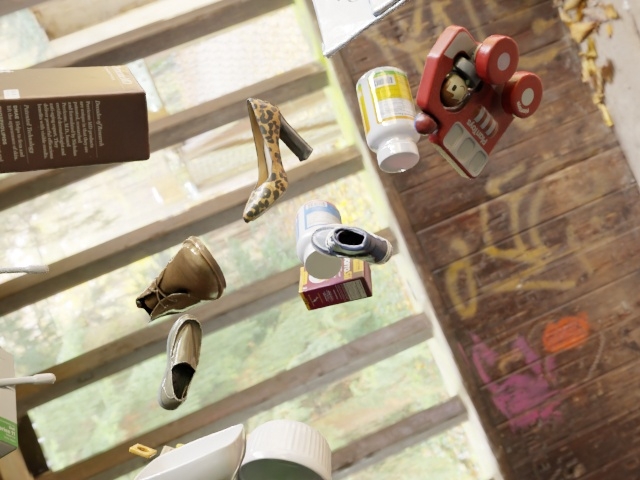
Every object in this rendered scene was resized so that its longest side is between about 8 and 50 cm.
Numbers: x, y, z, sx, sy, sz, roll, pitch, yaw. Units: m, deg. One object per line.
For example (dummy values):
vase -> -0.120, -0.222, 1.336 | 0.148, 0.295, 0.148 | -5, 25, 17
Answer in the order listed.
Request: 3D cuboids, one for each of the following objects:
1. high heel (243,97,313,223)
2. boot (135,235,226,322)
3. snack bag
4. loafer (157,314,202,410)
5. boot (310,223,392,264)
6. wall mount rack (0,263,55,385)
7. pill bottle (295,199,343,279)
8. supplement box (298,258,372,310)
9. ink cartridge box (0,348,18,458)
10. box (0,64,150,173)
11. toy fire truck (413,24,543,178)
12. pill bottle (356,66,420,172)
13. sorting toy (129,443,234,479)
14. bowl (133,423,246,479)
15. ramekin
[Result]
high heel -> -0.143, -0.176, 1.531 | 0.186, 0.261, 0.093 | 44, 147, -19
boot -> -0.251, 0.085, 1.251 | 0.112, 0.115, 0.305 | 56, 152, 4
snack bag -> 0.116, -0.660, 1.821 | 0.037, 0.342, 0.323 | 36, -147, -42
loafer -> -0.349, 0.313, 1.834 | 0.087, 0.094, 0.251 | -20, 57, 51
boot -> 0.038, -0.005, 1.303 | 0.190, 0.069, 0.086 | 9, 166, 41
wall mount rack -> -0.601, 0.140, 1.173 | 0.304, 0.130, 0.350 | 20, -120, -65
pill bottle -> 0.000, 0.000, 1.778 | 0.222, 0.124, 0.124 | -95, -11, -58
supplement box -> 0.043, 0.113, 1.946 | 0.104, 0.188, 0.081 | -88, -22, -50
ink cartridge box -> -0.636, 0.306, 1.278 | 0.087, 0.153, 0.208 | 49, -167, -49
box -> -0.510, -0.216, 1.250 | 0.191, 0.381, 0.143 | -133, 42, -52
toy fire truck -> 0.322, -0.304, 1.549 | 0.302, 0.254, 0.169 | 36, 176, -41
pill bottle -> 0.176, -0.302, 1.795 | 0.136, 0.136, 0.246 | 87, 174, -67
sorting toy -> -0.360, 0.616, 1.981 | 0.196, 0.347, 0.047 | 163, 124, -85
bowl -> -0.162, 0.298, 0.926 | 0.142, 0.142, 0.053 | 75, 175, -86
ramekin -> -0.072, 0.473, 1.508 | 0.109, 0.207, 0.207 | -79, -21, -48
